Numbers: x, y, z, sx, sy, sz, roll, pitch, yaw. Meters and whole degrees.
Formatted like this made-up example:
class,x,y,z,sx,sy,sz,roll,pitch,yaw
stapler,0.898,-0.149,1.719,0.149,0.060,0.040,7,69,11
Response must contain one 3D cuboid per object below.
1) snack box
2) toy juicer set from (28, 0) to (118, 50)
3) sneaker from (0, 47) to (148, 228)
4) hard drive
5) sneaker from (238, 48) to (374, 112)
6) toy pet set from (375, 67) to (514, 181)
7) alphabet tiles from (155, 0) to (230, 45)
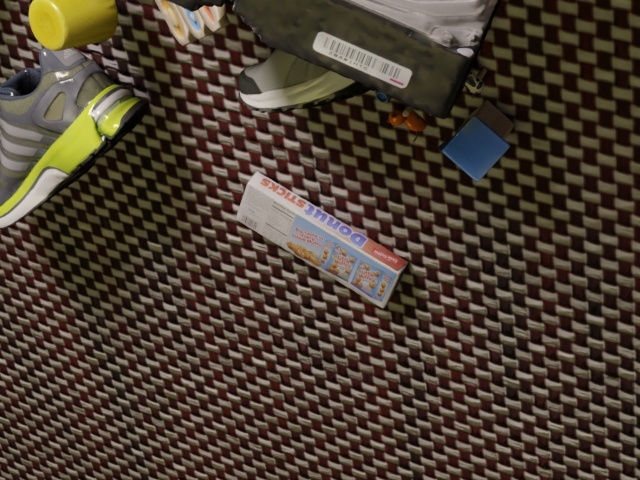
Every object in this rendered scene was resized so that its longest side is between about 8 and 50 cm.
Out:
class,x,y,z,sx,sy,sz,roll,pitch,yaw
snack box,0.000,0.000,1.886,0.178,0.022,0.064,31,141,8
toy juicer set,-0.192,-0.323,1.666,0.329,0.089,0.209,-36,85,49
sneaker,-0.292,-0.111,1.951,0.121,0.111,0.300,52,135,-3
hard drive,0.030,-0.233,1.341,0.237,0.339,0.064,24,126,3
sneaker,0.020,-0.178,1.645,0.271,0.100,0.108,-16,92,51
toy pet set,0.105,-0.104,1.661,0.114,0.065,0.122,41,143,-5
alphabet tiles,-0.159,-0.281,1.475,0.278,0.021,0.284,62,166,-8
